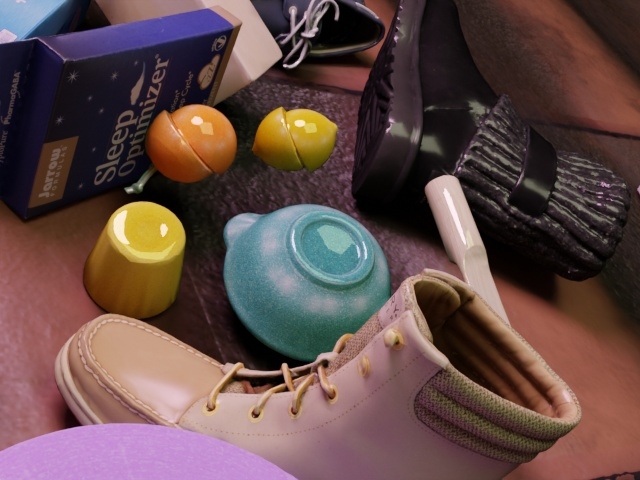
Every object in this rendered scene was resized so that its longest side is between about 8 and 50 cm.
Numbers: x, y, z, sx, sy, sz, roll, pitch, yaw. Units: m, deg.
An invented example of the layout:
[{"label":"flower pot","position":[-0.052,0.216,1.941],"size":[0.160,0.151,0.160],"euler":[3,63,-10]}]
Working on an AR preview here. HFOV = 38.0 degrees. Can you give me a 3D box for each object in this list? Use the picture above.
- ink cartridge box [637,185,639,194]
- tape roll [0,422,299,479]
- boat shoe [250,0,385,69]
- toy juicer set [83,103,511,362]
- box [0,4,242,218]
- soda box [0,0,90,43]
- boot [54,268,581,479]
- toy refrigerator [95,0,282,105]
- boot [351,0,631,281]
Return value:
[{"label":"ink cartridge box","position":[0.465,-0.026,1.150],"size":[0.099,0.056,0.135],"euler":[19,38,-19]},{"label":"tape roll","position":[-0.079,0.221,0.416],"size":[0.275,0.090,0.274],"euler":[21,37,-17]},{"label":"boat shoe","position":[-0.023,-0.235,1.003],"size":[0.079,0.095,0.255],"euler":[38,25,27]},{"label":"toy juicer set","position":[0.000,0.000,0.722],"size":[0.329,0.089,0.209],"euler":[17,51,-11]},{"label":"box","position":[-0.157,-0.096,0.690],"size":[0.036,0.136,0.225],"euler":[39,36,18]},{"label":"soda box","position":[-0.256,-0.188,0.782],"size":[0.067,0.071,0.210],"euler":[29,35,-8]},{"label":"boot","position":[-0.010,0.082,0.532],"size":[0.262,0.203,0.095],"euler":[35,35,1]},{"label":"toy refrigerator","position":[-0.153,-0.244,0.814],"size":[0.269,0.094,0.102],"euler":[57,24,-15]},{"label":"boot","position":[0.176,-0.121,0.975],"size":[0.260,0.131,0.348],"euler":[18,48,-9]}]
